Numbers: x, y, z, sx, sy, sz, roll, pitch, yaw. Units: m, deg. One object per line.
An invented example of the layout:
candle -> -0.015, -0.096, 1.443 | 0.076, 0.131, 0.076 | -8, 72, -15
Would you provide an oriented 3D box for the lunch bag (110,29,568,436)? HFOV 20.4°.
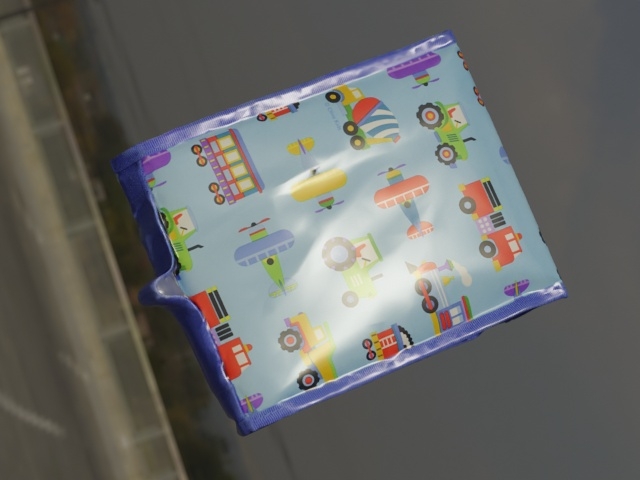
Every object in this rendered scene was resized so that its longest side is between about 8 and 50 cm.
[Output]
lunch bag -> 0.000, 0.000, 1.302 | 0.138, 0.293, 0.221 | -32, -101, 57
